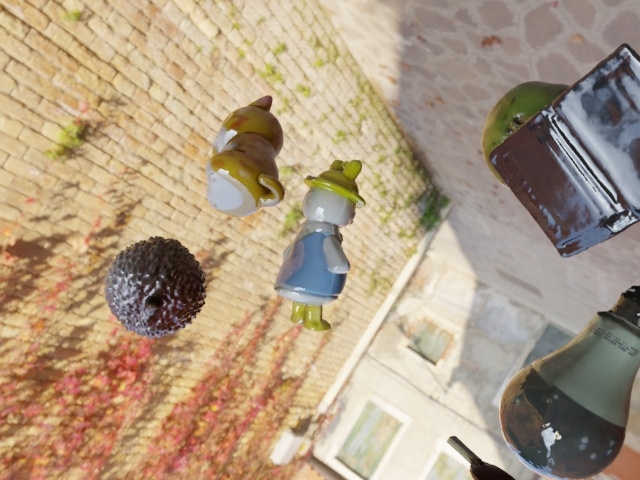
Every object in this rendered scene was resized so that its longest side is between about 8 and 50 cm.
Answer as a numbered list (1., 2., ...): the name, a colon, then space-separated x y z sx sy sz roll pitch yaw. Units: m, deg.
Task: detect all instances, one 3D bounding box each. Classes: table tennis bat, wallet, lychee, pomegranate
1. table tennis bat: 0.248 0.344 0.944 0.095 0.014 0.158 12 -161 -45
2. wallet: 0.437 -0.120 1.026 0.247 0.041 0.323 53 146 5
3. lychee: -0.261 0.077 1.018 0.165 0.165 0.197 32 -161 -19
4. pomegranate: 0.472 -0.210 1.350 0.270 0.254 0.254 1 -161 -43

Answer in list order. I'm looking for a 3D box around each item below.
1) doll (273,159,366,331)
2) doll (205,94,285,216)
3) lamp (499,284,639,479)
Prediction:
1. doll: 0.001 0.000 0.883 0.098 0.241 0.135 18 177 1
2. doll: -0.160 -0.176 1.378 0.162 0.270 0.167 6 143 -9
3. lamp: 0.401 0.222 0.946 0.182 0.314 0.182 28 -152 -16
